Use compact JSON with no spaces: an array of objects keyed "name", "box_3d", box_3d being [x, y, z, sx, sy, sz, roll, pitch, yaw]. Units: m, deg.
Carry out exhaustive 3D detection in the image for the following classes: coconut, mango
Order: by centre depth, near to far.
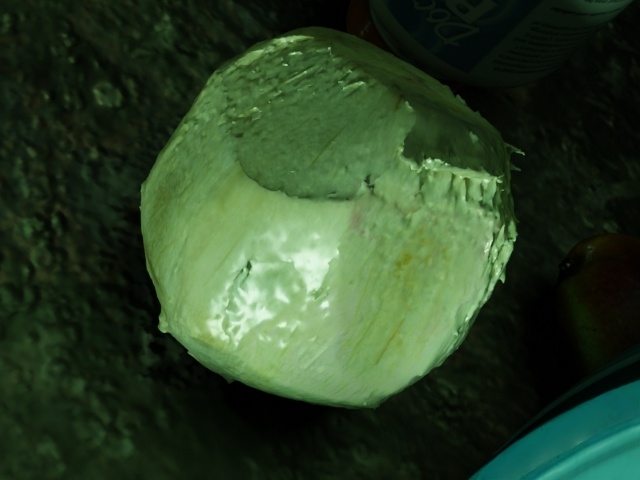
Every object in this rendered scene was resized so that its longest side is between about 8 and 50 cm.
[{"name":"coconut","box_3d":[-0.002,-0.002,0.661,0.194,0.194,0.194,12,61,-23]},{"name":"mango","box_3d":[0.215,0.118,0.755,0.133,0.111,0.268,-6,73,-42]}]

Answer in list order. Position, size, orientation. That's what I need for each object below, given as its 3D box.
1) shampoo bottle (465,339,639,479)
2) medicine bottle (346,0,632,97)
[{"name":"shampoo bottle","box_3d":[0.215,0.176,0.497,0.331,0.331,0.342,59,23,9]},{"name":"medicine bottle","box_3d":[0.120,-0.188,0.744,0.157,0.288,0.157,13,60,-23]}]
